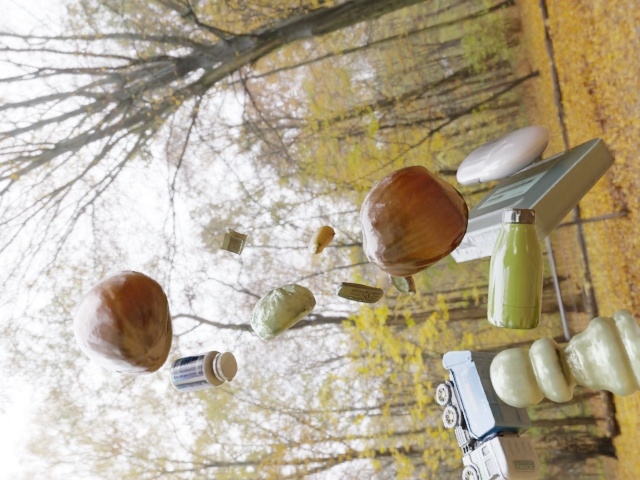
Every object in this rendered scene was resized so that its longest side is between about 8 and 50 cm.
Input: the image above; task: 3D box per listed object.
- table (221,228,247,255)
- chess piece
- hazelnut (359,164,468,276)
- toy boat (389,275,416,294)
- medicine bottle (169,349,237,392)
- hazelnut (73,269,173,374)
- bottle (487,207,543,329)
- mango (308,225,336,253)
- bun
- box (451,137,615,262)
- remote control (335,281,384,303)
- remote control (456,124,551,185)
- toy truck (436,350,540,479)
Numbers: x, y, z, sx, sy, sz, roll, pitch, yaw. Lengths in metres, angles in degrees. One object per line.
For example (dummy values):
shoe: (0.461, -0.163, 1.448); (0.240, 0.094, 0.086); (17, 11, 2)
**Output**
table: (-0.349, 0.005, 2.205); (0.062, 0.083, 0.079); (-78, 6, -68)
chess piece: (0.550, 0.282, 1.215); (0.182, 0.330, 0.183); (50, -152, -41)
hazelnut: (0.179, -0.029, 1.011); (0.210, 0.186, 0.210); (-2, -90, -65)
toy boat: (0.297, 0.137, 1.994); (0.185, 0.089, 0.071); (58, -150, -15)
medicine bottle: (-0.345, 0.387, 1.616); (0.107, 0.191, 0.107); (41, -140, -48)
hazelnut: (-0.638, 0.281, 1.797); (0.315, 0.372, 0.373); (-33, -60, -20)
bottle: (0.430, 0.059, 1.192); (0.112, 0.111, 0.261); (-2, -86, -69)
mango: (0.000, 0.000, 1.822); (0.066, 0.101, 0.187); (39, -158, -1)
bun: (-0.108, 0.191, 1.528); (0.118, 0.195, 0.195); (55, -162, 10)
box: (0.569, -0.108, 1.528); (0.396, 0.396, 0.111); (-41, -84, -21)
remote control: (0.147, 0.195, 2.026); (0.221, 0.072, 0.042); (14, -149, -38)
remote control: (0.519, -0.241, 1.562); (0.104, 0.221, 0.332); (56, 168, -8)
toy truck: (0.415, 0.446, 1.367); (0.146, 0.175, 0.368); (8, -133, -22)
